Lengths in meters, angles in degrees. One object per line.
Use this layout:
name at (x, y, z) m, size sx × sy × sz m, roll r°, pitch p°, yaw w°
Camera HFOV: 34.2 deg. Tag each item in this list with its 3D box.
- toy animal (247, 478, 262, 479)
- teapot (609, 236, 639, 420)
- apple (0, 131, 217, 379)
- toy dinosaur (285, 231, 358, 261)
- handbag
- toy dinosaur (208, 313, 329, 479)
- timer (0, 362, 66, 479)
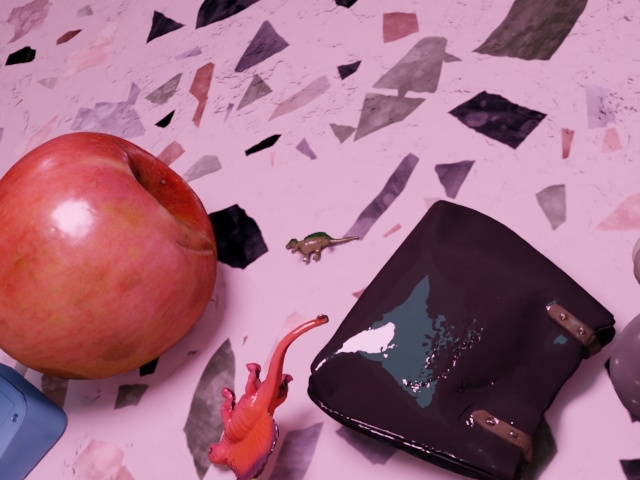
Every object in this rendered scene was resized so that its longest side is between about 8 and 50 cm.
toy animal at (-0.149, 0.385, 1.312) m, size 0.218 × 0.103 × 0.101 m, roll -21°, pitch 69°, yaw 4°
teapot at (0.423, 0.096, 1.201) m, size 0.183 × 0.183 × 0.251 m, roll -12°, pitch 35°, yaw 19°
apple at (-0.340, 0.030, 1.532) m, size 0.364 × 0.364 × 0.364 m, roll -15°, pitch 47°, yaw 16°
toy dinosaur at (-0.001, 0.000, 1.602) m, size 0.119 × 0.029 × 0.060 m, roll -17°, pitch 29°, yaw 11°
handbag at (0.187, 0.136, 1.306) m, size 0.288 × 0.152 × 0.342 m, roll 30°, pitch 73°, yaw 30°
toy dinosaur at (-0.072, 0.224, 1.331) m, size 0.286 × 0.070 × 0.139 m, roll -49°, pitch 28°, yaw 35°
timer at (-0.535, 0.317, 1.595) m, size 0.232 × 0.091 × 0.250 m, roll 27°, pitch 81°, yaw 40°
